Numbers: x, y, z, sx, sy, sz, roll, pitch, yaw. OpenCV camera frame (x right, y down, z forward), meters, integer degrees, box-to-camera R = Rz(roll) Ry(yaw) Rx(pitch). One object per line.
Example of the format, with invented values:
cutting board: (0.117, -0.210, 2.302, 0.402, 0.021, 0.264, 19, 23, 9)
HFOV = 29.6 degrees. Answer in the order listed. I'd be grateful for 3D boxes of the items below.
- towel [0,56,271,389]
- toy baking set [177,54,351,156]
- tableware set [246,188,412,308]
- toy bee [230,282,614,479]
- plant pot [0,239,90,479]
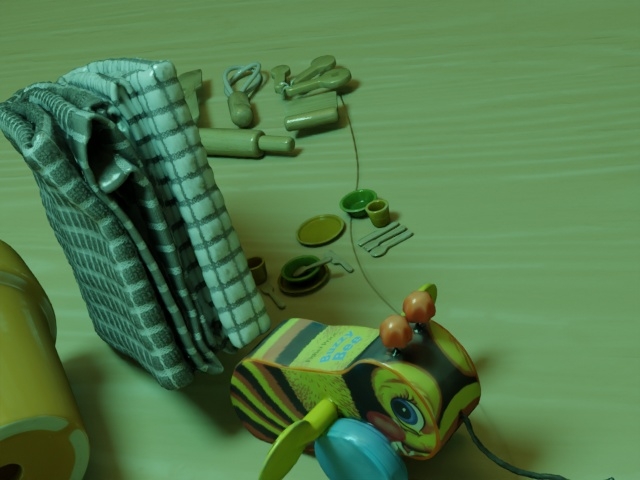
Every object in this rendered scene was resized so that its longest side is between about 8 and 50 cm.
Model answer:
towel: (-0.162, -0.020, 0.984, 0.121, 0.235, 0.283, -25, 17, -15)
toy baking set: (-0.079, -0.153, 1.381, 0.256, 0.030, 0.197, 2, 35, 28)
tableware set: (0.000, 0.000, 1.121, 0.154, 0.024, 0.104, -29, 34, -15)
toy bee: (0.052, 0.094, 0.836, 0.298, 0.162, 0.195, -2, 34, 23)
plant pot: (-0.276, 0.124, 0.934, 0.205, 0.205, 0.188, -31, 50, -19)
